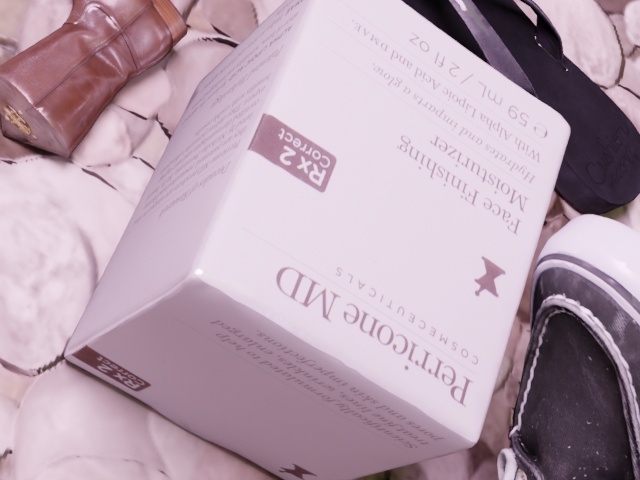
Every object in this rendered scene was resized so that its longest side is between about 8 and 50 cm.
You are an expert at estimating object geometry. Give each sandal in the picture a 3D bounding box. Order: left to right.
[{"bbox_3d":[0.117,-0.120,0.815,0.254,0.054,0.097,36,57,-17],"label":"sandal"}]

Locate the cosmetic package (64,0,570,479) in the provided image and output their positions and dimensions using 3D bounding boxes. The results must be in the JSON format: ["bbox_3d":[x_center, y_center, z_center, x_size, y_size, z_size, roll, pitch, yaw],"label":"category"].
[{"bbox_3d":[0.000,0.000,0.634,0.151,0.151,0.184,32,58,-18],"label":"cosmetic package"}]

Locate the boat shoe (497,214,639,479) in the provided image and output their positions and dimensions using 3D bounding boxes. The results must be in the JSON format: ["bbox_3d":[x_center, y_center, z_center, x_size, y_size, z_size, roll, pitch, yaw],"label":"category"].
[{"bbox_3d":[0.134,0.135,0.645,0.105,0.113,0.306,-32,131,-26],"label":"boat shoe"}]

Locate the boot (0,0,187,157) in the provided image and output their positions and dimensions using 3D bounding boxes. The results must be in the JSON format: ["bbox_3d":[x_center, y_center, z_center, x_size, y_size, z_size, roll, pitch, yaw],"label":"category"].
[{"bbox_3d":[-0.135,-0.109,0.662,0.106,0.037,0.114,46,59,-8],"label":"boot"}]
